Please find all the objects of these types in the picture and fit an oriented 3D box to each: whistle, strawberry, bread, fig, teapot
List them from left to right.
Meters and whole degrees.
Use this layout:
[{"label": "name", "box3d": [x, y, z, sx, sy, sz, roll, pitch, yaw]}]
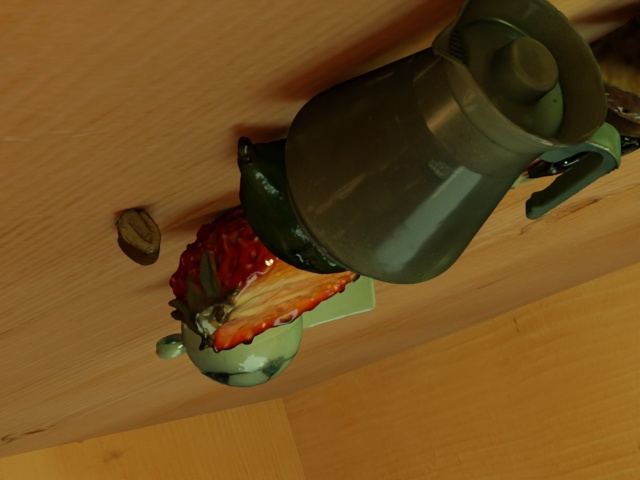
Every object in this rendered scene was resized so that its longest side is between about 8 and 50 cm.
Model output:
[{"label": "bread", "box3d": [-0.170, -0.003, 1.383, 0.036, 0.047, 0.083, -46, 178, -13]}, {"label": "whistle", "box3d": [-0.063, 0.093, 1.786, 0.290, 0.163, 0.163, -17, 170, -7]}, {"label": "strawberry", "box3d": [-0.053, 0.014, 1.507, 0.237, 0.111, 0.190, -17, 152, -41]}, {"label": "fig", "box3d": [-0.028, -0.042, 1.250, 0.117, 0.117, 0.177, -23, 146, 33]}, {"label": "teapot", "box3d": [0.103, -0.072, 1.086, 0.203, 0.171, 0.225, 22, 145, -24]}]

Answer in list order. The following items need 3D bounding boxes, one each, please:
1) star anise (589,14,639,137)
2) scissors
[{"label": "star anise", "box3d": [0.350, -0.159, 1.227, 0.315, 0.108, 0.315, -20, 171, -3]}, {"label": "scissors", "box3d": [0.249, -0.075, 1.766, 0.300, 0.022, 0.109, -24, 165, 35]}]
